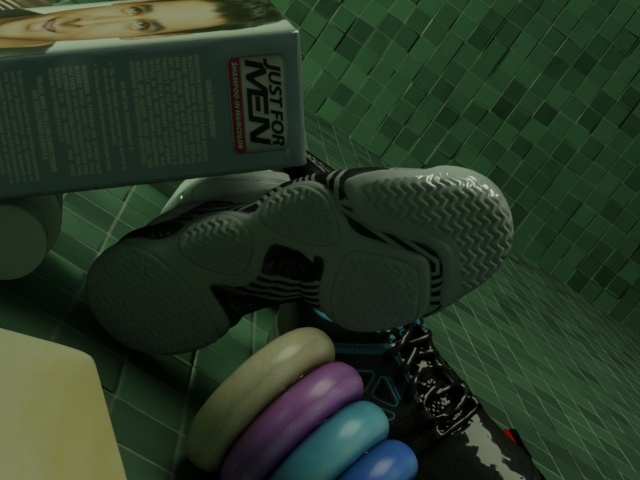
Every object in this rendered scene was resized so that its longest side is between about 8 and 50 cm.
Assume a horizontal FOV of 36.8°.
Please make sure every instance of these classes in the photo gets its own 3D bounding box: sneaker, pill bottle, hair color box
[{"bbox_3d":[0.074,0.142,0.918,0.125,0.140,0.341,-26,52,-39],"label":"sneaker"},{"bbox_3d":[-0.267,-0.031,0.829,0.087,0.087,0.160,30,15,-25],"label":"pill bottle"},{"bbox_3d":[-0.012,-0.019,0.841,0.210,0.365,0.137,-65,138,-59],"label":"sneaker"},{"bbox_3d":[-0.213,-0.119,0.775,0.374,0.114,0.185,-7,25,-11],"label":"hair color box"}]

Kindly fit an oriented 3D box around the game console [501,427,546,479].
[{"bbox_3d":[0.199,0.269,1.008,0.124,0.085,0.144,1,20,-9],"label":"game console"}]

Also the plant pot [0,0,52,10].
[{"bbox_3d":[-0.452,-0.320,1.339,0.237,0.110,0.237,35,12,-8],"label":"plant pot"}]

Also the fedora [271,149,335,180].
[{"bbox_3d":[-0.040,-0.018,1.220,0.334,0.152,0.334,35,13,-9],"label":"fedora"}]

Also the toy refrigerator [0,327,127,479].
[{"bbox_3d":[-0.121,0.166,0.378,0.094,0.102,0.269,25,26,-42],"label":"toy refrigerator"}]

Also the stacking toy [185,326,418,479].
[{"bbox_3d":[0.057,0.219,0.694,0.330,0.141,0.141,44,15,17],"label":"stacking toy"}]
